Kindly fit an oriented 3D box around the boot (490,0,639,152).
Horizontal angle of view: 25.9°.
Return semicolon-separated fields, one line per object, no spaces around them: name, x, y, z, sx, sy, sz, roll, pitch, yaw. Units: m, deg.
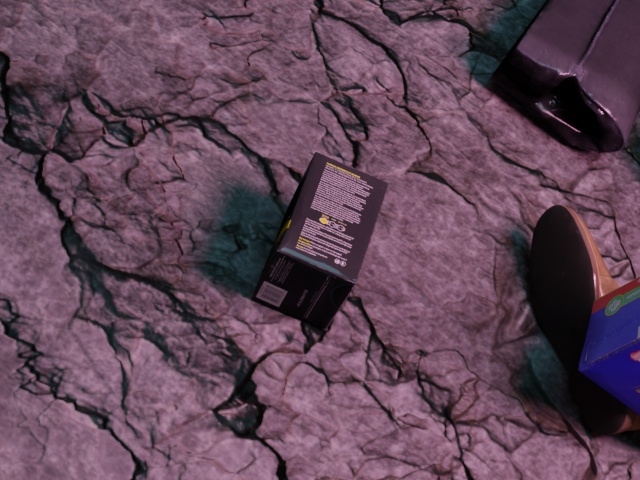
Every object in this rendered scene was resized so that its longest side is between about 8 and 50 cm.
boot;0.499;-0.287;2.037;0.367;0.146;0.445;28;48;12

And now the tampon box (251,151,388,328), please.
tampon box;0.000;0.000;1.684;0.101;0.120;0.161;23;53;-5

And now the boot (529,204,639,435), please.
boot;0.356;0.098;1.769;0.115;0.112;0.305;-2;66;-34

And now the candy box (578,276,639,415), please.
candy box;0.509;0.144;1.613;0.317;0.268;0.122;36;48;-20
